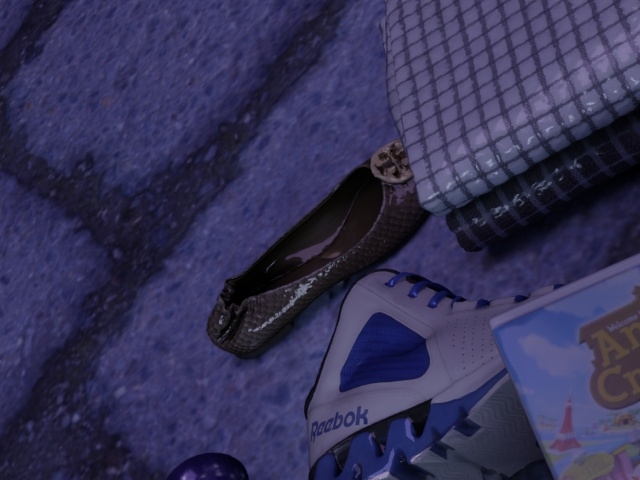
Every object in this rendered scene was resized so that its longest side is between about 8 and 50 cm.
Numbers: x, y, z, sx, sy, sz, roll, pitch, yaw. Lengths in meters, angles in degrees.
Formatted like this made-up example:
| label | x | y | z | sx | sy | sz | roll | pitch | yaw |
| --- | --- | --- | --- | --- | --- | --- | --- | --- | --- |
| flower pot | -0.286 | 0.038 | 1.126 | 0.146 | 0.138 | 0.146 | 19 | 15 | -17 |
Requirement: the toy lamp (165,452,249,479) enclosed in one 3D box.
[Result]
| label | x | y | z | sx | sy | sz | roll | pitch | yaw |
| --- | --- | --- | --- | --- | --- | --- | --- | --- | --- |
| toy lamp | -0.040 | 0.258 | 1.008 | 0.080 | 0.080 | 0.274 | -44 | 35 | 7 |

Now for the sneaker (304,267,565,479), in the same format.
| label | x | y | z | sx | sy | sz | roll | pitch | yaw |
| --- | --- | --- | --- | --- | --- | --- | --- | --- | --- |
| sneaker | 0.097 | 0.075 | 0.986 | 0.315 | 0.127 | 0.182 | -34 | 42 | 21 |

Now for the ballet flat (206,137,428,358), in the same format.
| label | x | y | z | sx | sy | sz | roll | pitch | yaw |
| --- | --- | --- | --- | --- | --- | --- | --- | --- | --- |
| ballet flat | 0.000 | 0.000 | 1.198 | 0.250 | 0.058 | 0.084 | -41 | 39 | 10 |

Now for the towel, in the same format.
| label | x | y | z | sx | sy | sz | roll | pitch | yaw |
| --- | --- | --- | --- | --- | --- | --- | --- | --- | --- |
| towel | 0.168 | -0.154 | 1.122 | 0.235 | 0.121 | 0.283 | -32 | 43 | 24 |

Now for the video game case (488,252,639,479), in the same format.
| label | x | y | z | sx | sy | sz | roll | pitch | yaw |
| --- | --- | --- | --- | --- | --- | --- | --- | --- | --- |
| video game case | 0.224 | 0.085 | 0.804 | 0.212 | 0.023 | 0.193 | -24 | 60 | 6 |
